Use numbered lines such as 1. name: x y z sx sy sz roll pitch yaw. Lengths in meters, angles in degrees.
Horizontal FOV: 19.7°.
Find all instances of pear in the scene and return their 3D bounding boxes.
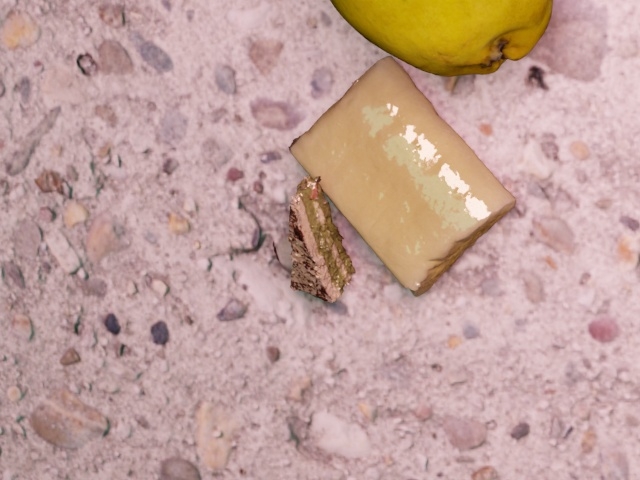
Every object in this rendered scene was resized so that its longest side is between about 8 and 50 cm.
1. pear: 0.088 -0.260 1.488 0.212 0.212 0.269 -28 83 31

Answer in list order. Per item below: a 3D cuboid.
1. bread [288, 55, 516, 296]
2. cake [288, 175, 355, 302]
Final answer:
1. bread: 0.069 -0.056 1.631 0.178 0.060 0.139 49 120 11
2. cake: 0.000 0.000 1.652 0.055 0.051 0.140 26 150 19
